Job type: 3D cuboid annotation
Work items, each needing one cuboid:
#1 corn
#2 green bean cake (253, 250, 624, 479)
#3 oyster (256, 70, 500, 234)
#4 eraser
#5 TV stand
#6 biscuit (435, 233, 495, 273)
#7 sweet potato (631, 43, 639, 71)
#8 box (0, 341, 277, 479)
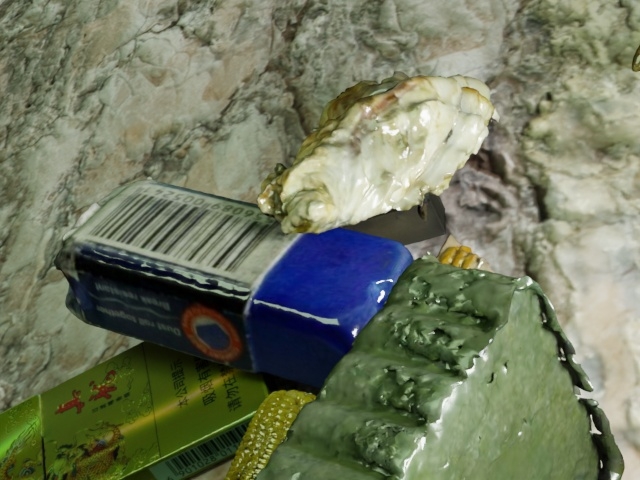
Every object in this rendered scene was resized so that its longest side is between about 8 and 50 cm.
[{"bbox_3d":[-0.049,0.213,1.068,0.072,0.072,0.203,-2,47,33],"label":"corn"},{"bbox_3d":[0.084,0.172,0.883,0.132,0.241,0.255,12,55,40],"label":"green bean cake"},{"bbox_3d":[0.063,-0.111,1.240,0.201,0.107,0.354,4,32,19],"label":"oyster"},{"bbox_3d":[-0.080,0.036,1.203,0.332,0.101,0.155,14,42,25],"label":"eraser"},{"bbox_3d":[0.000,0.000,1.294,0.257,0.049,0.040,-17,38,19],"label":"TV stand"},{"bbox_3d":[0.065,0.161,1.034,0.054,0.094,0.378,1,46,43],"label":"biscuit"},{"bbox_3d":[0.362,-0.214,1.299,0.153,0.038,0.041,-38,59,-23],"label":"sweet potato"},{"bbox_3d":[-0.192,0.181,1.223,0.311,0.043,0.173,-27,37,5],"label":"box"}]
